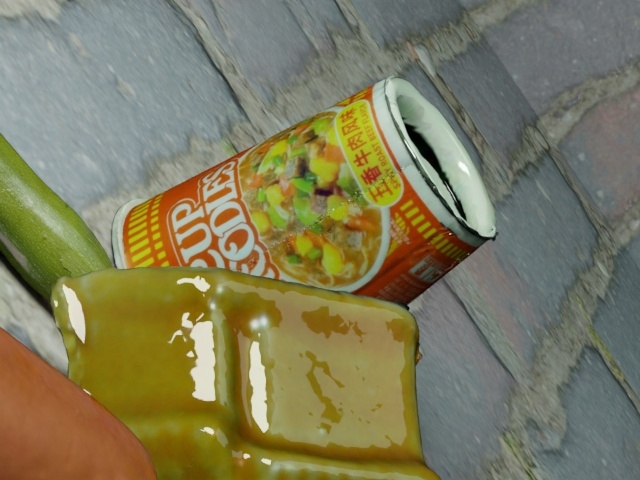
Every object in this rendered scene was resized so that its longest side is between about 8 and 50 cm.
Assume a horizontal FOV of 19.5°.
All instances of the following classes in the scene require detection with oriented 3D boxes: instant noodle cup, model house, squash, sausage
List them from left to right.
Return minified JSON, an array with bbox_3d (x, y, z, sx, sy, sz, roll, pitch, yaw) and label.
[{"bbox_3d":[-0.185,0.077,0.843,0.259,0.113,0.113,42,24,-39],"label":"sausage"},{"bbox_3d":[-0.178,-0.016,1.098,0.183,0.052,0.052,49,20,-19],"label":"squash"},{"bbox_3d":[-0.035,0.153,1.060,0.268,0.173,0.239,9,57,-25],"label":"model house"},{"bbox_3d":[0.000,0.000,1.260,0.193,0.212,0.193,48,20,-25],"label":"instant noodle cup"}]
